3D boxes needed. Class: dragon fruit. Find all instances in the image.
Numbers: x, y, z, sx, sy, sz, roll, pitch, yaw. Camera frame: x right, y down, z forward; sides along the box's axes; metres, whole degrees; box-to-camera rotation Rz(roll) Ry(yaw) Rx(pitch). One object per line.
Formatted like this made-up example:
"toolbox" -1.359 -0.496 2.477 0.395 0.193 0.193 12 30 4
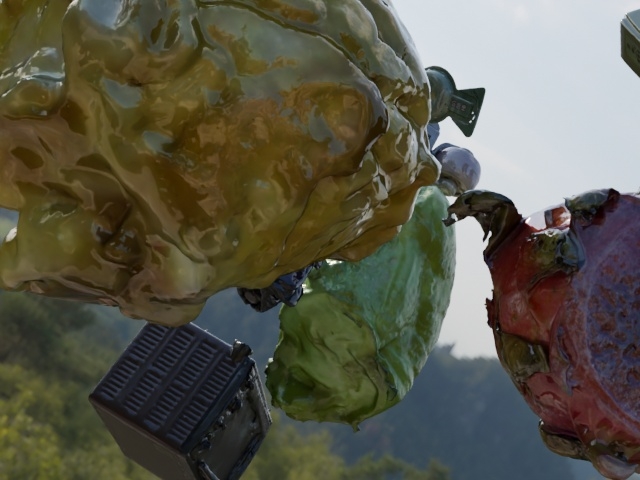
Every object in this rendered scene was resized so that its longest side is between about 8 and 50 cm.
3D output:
"dragon fruit" 0.218 0.061 0.828 0.282 0.211 0.147 35 2 -12

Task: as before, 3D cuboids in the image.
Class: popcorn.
"popcorn" -0.100 -0.117 0.962 0.354 0.390 0.344 55 -33 22

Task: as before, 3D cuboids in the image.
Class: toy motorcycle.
"toy motorcycle" 0.109 -0.137 1.640 0.254 0.112 0.112 30 -4 2

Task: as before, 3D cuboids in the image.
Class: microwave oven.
"microwave oven" -0.179 0.239 1.621 0.188 0.178 0.247 25 -25 19

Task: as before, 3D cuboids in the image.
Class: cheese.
"cheese" 0.141 -0.164 1.332 0.026 0.067 0.120 1 20 -41

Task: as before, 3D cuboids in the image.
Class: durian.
"durian" 0.069 0.079 1.508 0.204 0.340 0.256 33 -23 17

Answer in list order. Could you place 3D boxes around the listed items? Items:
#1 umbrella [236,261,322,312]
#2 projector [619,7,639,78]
"umbrella" -0.006 0.001 1.304 0.071 0.248 0.071 18 -51 24
"projector" 0.468 -0.189 1.268 0.269 0.193 0.088 -114 -171 -53
